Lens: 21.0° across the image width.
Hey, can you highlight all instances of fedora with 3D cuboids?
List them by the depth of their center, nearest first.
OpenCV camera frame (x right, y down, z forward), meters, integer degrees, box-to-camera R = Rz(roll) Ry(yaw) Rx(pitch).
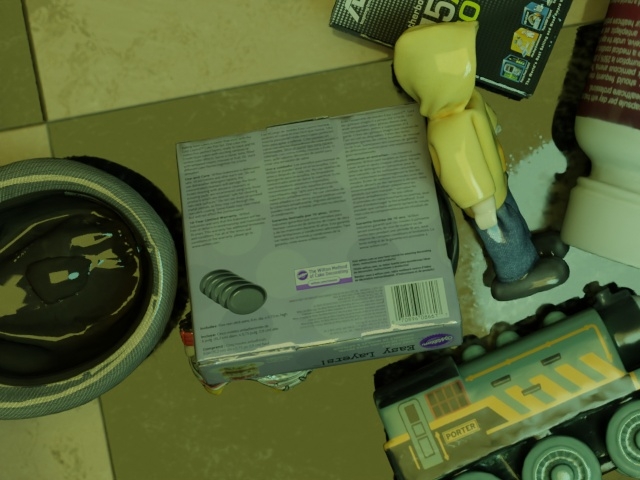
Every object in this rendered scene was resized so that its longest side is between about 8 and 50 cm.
[{"bbox_3d":[-0.278,0.045,1.711,0.275,0.124,0.243,-29,94,-5],"label":"fedora"}]

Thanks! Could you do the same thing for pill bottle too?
[{"bbox_3d":[0.369,-0.162,1.627,0.224,0.224,0.392,16,95,1],"label":"pill bottle"}]

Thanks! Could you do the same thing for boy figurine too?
[{"bbox_3d":[0.153,-0.088,1.659,0.092,0.177,0.285,-16,114,17],"label":"boy figurine"}]

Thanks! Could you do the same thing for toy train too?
[{"bbox_3d":[0.210,0.179,1.703,0.334,0.142,0.190,-24,82,3],"label":"toy train"}]

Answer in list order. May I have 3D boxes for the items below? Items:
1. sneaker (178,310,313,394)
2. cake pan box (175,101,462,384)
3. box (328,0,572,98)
[{"bbox_3d":[-0.024,0.099,1.737,0.225,0.088,0.092,-9,111,4],"label":"sneaker"},{"bbox_3d":[0.000,0.000,1.677,0.267,0.070,0.245,-10,65,1],"label":"cake pan box"},{"bbox_3d":[0.152,-0.298,1.667,0.216,0.060,0.270,20,111,-4],"label":"box"}]
